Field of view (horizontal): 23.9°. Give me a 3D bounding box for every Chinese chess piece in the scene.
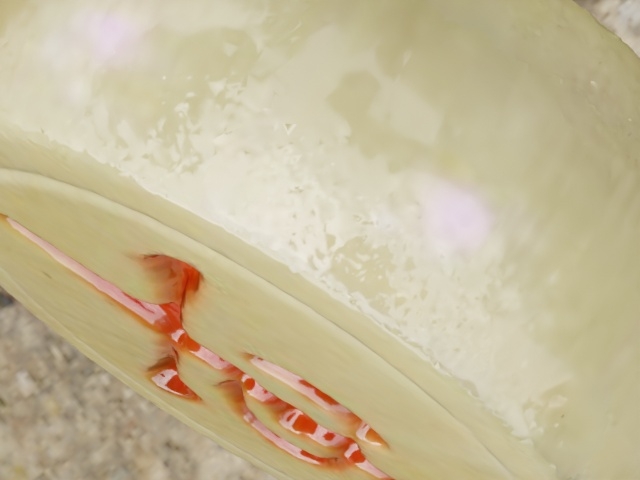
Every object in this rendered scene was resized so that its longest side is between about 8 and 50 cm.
[{"bbox_3d":[0.000,0.000,0.435,0.251,0.097,0.251,28,161,10],"label":"Chinese chess piece"}]
